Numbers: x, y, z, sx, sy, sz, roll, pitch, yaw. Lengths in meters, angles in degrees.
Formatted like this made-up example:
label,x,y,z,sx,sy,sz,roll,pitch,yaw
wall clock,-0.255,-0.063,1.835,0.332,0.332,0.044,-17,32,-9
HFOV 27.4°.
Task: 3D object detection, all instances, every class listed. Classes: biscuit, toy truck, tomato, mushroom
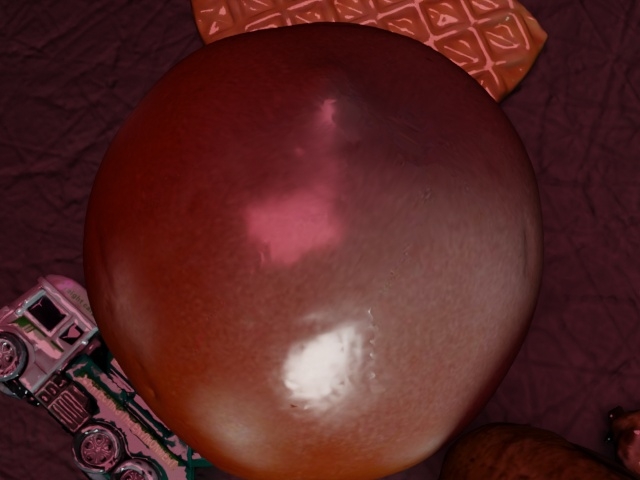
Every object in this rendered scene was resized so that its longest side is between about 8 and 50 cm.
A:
label,x,y,z,sx,sy,sz,roll,pitch,yaw
biscuit,0.011,-0.185,1.066,0.309,0.040,0.204,37,88,8
toy truck,-0.159,0.120,1.016,0.216,0.110,0.116,42,75,9
tomato,0.000,0.000,0.899,0.321,0.321,0.321,-1,83,5
mushroom,0.191,0.230,0.894,0.267,0.267,0.254,44,95,8
